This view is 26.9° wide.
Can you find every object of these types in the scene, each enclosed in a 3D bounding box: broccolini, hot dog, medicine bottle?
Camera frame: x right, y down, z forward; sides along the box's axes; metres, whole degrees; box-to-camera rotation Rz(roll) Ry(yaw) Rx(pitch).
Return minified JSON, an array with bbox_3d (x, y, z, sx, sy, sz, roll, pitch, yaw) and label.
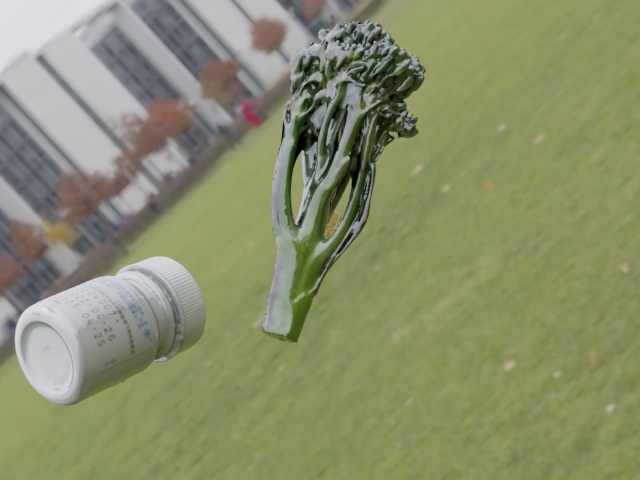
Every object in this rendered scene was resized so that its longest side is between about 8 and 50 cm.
[{"bbox_3d":[0.002,-0.038,0.830,0.068,0.091,0.203,-27,-43,-84],"label":"broccolini"},{"bbox_3d":[0.000,0.000,1.588,0.034,0.030,0.090,-34,27,39],"label":"hot dog"},{"bbox_3d":[-0.202,0.085,1.293,0.168,0.105,0.105,-23,-10,-48],"label":"medicine bottle"}]
